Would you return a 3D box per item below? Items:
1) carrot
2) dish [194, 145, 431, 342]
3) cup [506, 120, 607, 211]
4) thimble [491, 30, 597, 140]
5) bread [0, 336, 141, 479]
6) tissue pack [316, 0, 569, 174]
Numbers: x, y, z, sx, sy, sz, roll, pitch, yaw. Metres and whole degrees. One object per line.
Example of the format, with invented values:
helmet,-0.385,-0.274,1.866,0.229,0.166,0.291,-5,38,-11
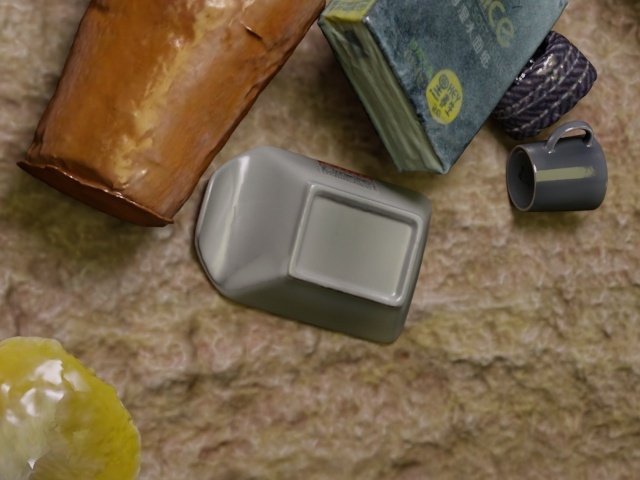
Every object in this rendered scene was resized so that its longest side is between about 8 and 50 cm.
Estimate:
carrot,-0.135,-0.146,1.154,0.196,0.196,0.254,31,79,-18
dish,0.000,0.000,1.266,0.234,0.064,0.154,16,84,-19
cup,0.236,-0.075,1.344,0.077,0.078,0.100,-5,128,-17
thimble,0.216,-0.153,1.334,0.066,0.095,0.104,45,75,-16
bread,-0.258,0.174,1.107,0.197,0.170,0.197,1,88,-23
tissue pack,0.118,-0.214,1.252,0.257,0.081,0.185,-54,131,-28
